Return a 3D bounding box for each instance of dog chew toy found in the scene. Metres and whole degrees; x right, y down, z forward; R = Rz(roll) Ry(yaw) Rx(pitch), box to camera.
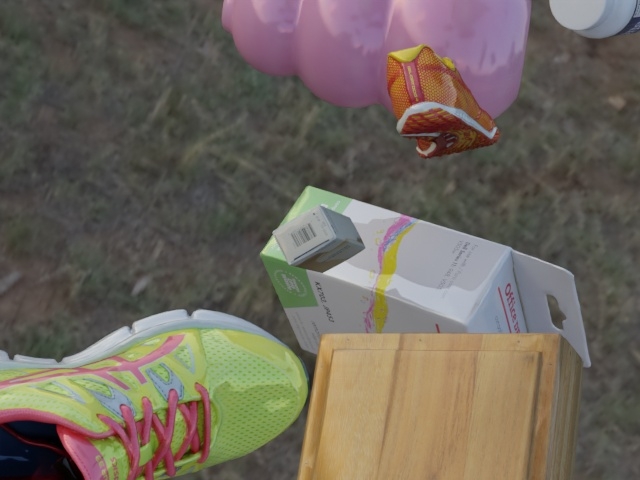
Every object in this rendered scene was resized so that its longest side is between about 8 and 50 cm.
[{"bbox_3d":[0.058,-0.232,1.556,0.332,0.206,0.206,9,46,5],"label":"dog chew toy"}]

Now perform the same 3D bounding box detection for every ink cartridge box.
[{"bbox_3d":[0.124,0.084,1.662,0.353,0.207,0.119,18,59,30],"label":"ink cartridge box"}]

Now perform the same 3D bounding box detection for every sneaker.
[{"bbox_3d":[-0.096,0.090,0.641,0.208,0.081,0.094,-8,23,-22],"label":"sneaker"},{"bbox_3d":[0.088,-0.097,1.004,0.064,0.175,0.067,-12,79,10],"label":"sneaker"}]

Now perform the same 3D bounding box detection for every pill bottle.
[{"bbox_3d":[0.237,-0.201,1.173,0.067,0.067,0.120,50,33,16],"label":"pill bottle"}]

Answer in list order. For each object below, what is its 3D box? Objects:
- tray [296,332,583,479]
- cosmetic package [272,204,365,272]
[{"bbox_3d":[0.070,0.271,1.051,0.076,0.203,0.411,43,51,-55],"label":"tray"},{"bbox_3d":[0.000,0.000,1.479,0.041,0.060,0.115,63,14,13],"label":"cosmetic package"}]
